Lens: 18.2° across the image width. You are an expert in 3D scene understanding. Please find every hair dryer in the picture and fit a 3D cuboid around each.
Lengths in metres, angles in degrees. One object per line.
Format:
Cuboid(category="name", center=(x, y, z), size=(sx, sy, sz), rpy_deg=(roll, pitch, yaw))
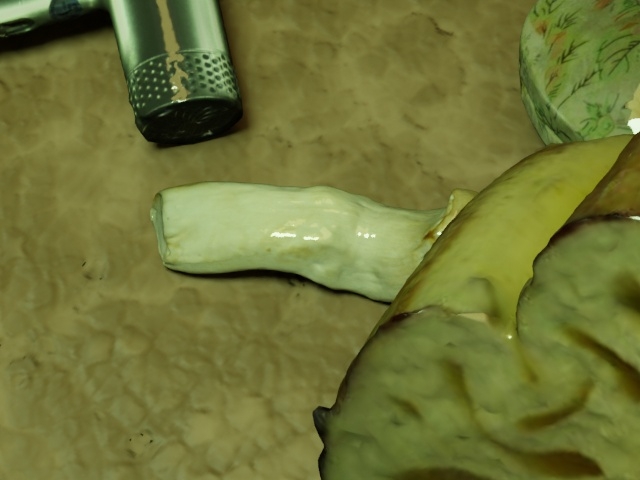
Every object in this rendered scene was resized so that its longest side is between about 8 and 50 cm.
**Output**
Cuboid(category="hair dryer", center=(-0.194, -0.208, 1.160), size=(0.284, 0.156, 0.320), rpy_deg=(-1, 67, -9))

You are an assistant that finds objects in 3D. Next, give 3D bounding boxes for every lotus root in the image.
Cuboid(category="lotus root", center=(0.164, 0.047, 0.911), size=(0.316, 0.316, 0.250), rpy_deg=(16, 45, 12))

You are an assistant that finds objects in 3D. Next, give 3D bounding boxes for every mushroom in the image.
Cuboid(category="mushroom", center=(0.000, -0.003, 1.081), size=(0.202, 0.054, 0.059), rpy_deg=(7, 61, 13))

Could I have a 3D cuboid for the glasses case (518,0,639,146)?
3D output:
Cuboid(category="glasses case", center=(0.305, -0.158, 1.126), size=(0.425, 0.098, 0.156), rpy_deg=(-30, 58, -14))
